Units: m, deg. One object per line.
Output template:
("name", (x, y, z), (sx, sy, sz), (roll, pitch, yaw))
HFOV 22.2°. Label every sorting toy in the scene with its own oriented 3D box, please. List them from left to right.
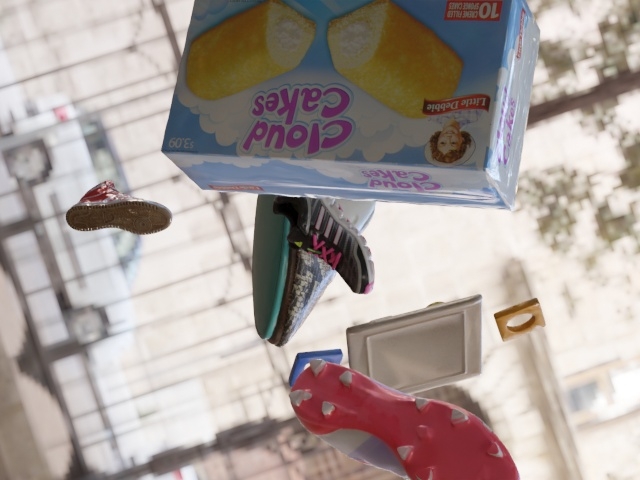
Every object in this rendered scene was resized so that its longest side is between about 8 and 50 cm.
("sorting toy", (0.123, 0.137, 2.140), (0.196, 0.348, 0.047), (85, -11, -53))

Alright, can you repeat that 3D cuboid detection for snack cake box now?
("snack cake box", (0.024, -0.114, 1.255), (0.089, 0.264, 0.152), (45, 52, -61))

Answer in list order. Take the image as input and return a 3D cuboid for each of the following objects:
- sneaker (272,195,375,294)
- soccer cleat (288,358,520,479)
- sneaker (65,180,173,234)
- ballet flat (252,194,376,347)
("sneaker", (0.000, 0.000, 1.919), (0.170, 0.075, 0.063), (58, -28, 19))
("soccer cleat", (0.079, 0.180, 1.452), (0.248, 0.083, 0.095), (23, -18, 33))
("sneaker", (-0.215, -0.037, 1.799), (0.067, 0.118, 0.042), (-67, 157, -63))
("ballet flat", (-0.019, -0.104, 2.125), (0.164, 0.182, 0.482), (137, -53, -63))
